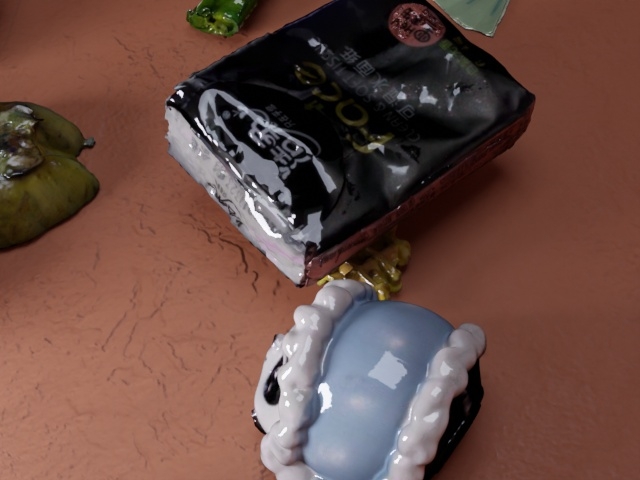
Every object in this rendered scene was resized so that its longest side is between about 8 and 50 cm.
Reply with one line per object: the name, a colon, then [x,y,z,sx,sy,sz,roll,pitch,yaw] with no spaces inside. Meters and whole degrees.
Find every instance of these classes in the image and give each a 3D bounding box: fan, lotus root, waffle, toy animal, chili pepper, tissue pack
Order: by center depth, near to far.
toy animal: [0.043,0.130,1.279,0.204,0.156,0.208,23,51,14]
tissue pack: [0.032,-0.123,1.439,0.332,0.123,0.245,-34,65,-25]
waffle: [0.000,0.000,1.452,0.192,0.046,0.161,7,51,8]
lotus root: [-0.342,-0.088,1.511,0.183,0.078,0.203,34,58,24]
fan: [0.192,-0.339,1.746,0.131,0.009,0.240,1,51,5]
chili pepper: [-0.039,-0.377,1.746,0.085,0.076,0.359,8,47,40]
